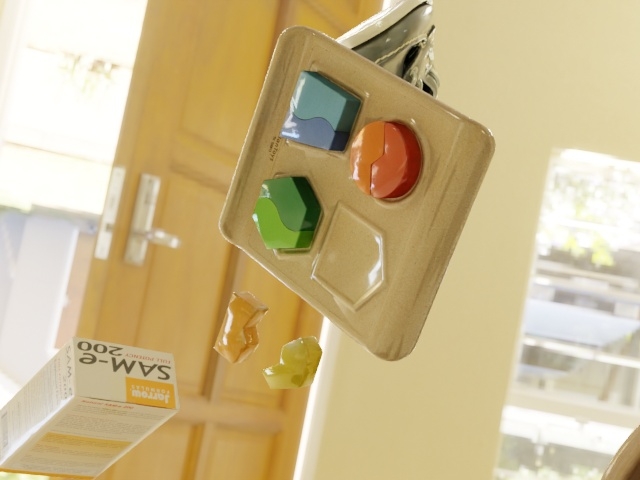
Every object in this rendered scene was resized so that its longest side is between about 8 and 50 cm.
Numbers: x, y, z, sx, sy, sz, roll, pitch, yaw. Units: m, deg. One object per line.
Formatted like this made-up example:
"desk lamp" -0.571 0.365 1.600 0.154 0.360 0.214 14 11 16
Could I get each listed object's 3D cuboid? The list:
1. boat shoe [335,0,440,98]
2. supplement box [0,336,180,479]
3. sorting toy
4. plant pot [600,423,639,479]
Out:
"boat shoe" 0.079 -0.173 1.169 0.116 0.099 0.319 -28 -179 6
"supplement box" -0.129 0.093 0.632 0.062 0.036 0.098 15 140 -36
"sorting toy" 0.000 0.000 0.978 0.229 0.307 0.041 35 -155 34
"plant pot" 0.322 0.205 0.718 0.263 0.263 0.229 7 180 33
